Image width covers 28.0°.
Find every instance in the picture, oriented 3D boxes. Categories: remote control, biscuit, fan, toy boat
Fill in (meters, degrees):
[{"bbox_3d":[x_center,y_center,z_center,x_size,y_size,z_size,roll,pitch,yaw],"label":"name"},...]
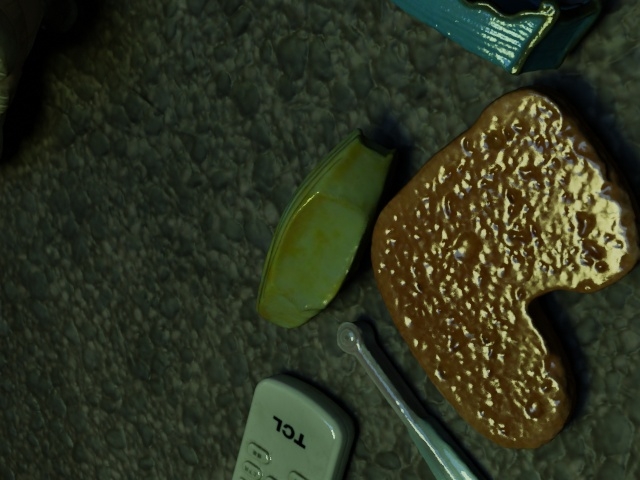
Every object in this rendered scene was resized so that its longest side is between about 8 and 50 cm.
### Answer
[{"bbox_3d":[-0.031,0.195,0.965,0.087,0.029,0.190,30,116,31],"label":"remote control"},{"bbox_3d":[0.126,0.021,0.800,0.192,0.036,0.186,-45,73,35],"label":"biscuit"},{"bbox_3d":[0.095,0.170,0.863,0.282,0.023,0.057,52,135,19],"label":"fan"},{"bbox_3d":[0.083,-0.171,0.771,0.185,0.075,0.077,39,123,32],"label":"toy boat"},{"bbox_3d":[0.000,0.000,0.883,0.065,0.066,0.172,26,121,-5],"label":"toy boat"}]

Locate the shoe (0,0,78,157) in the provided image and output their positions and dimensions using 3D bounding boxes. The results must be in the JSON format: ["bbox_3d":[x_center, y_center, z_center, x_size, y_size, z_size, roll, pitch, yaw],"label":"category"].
[{"bbox_3d":[-0.302,-0.175,1.043,0.351,0.172,0.198,-24,46,57],"label":"shoe"}]
